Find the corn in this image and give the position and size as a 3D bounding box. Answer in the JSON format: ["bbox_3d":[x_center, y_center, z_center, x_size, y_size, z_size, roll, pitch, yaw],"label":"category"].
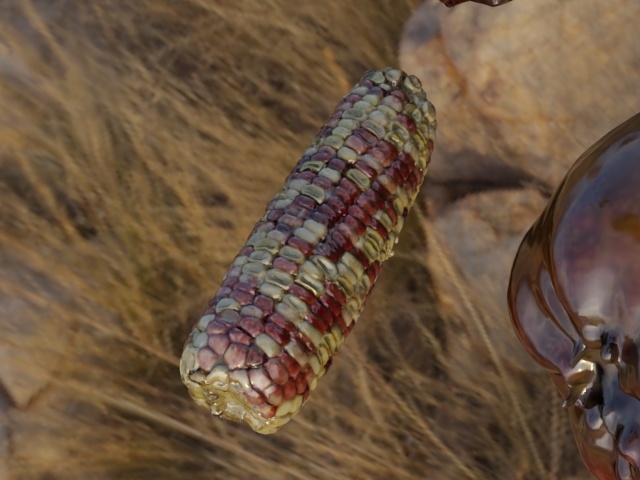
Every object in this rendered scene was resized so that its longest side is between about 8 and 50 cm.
[{"bbox_3d":[0.000,0.000,1.003,0.098,0.098,0.290,4,55,43],"label":"corn"}]

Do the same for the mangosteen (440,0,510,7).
[{"bbox_3d":[0.007,-0.155,0.301,0.215,0.257,0.215,-22,33,15],"label":"mangosteen"}]

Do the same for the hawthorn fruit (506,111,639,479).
[{"bbox_3d":[0.221,0.026,0.667,0.248,0.208,0.208,-18,38,-24],"label":"hawthorn fruit"}]
